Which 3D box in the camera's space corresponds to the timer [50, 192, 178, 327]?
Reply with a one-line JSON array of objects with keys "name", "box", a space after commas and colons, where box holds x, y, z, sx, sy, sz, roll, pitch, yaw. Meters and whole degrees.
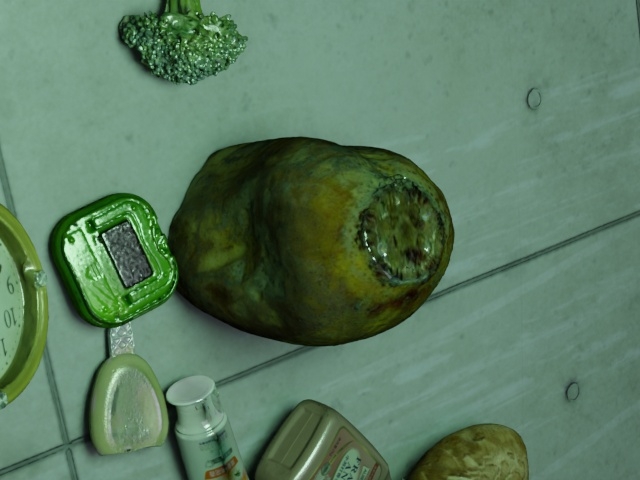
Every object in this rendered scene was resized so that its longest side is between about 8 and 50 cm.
[{"name": "timer", "box": [-0.229, 0.022, 1.569, 0.128, 0.047, 0.140, -28, 103, -26]}]

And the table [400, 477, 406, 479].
[{"name": "table", "box": [0.072, 0.437, 1.735, 0.121, 0.111, 0.240, 37, 105, 2]}]

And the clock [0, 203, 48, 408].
[{"name": "clock", "box": [-0.374, 0.065, 1.444, 0.237, 0.057, 0.237, 27, 59, -58]}]

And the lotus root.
[{"name": "lotus root", "box": [0.000, 0.000, 1.563, 0.250, 0.346, 0.251, 0, 90, -33]}]

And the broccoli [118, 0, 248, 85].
[{"name": "broccoli", "box": [-0.150, -0.278, 1.565, 0.118, 0.122, 0.204, 6, 80, -50]}]

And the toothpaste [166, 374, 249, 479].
[{"name": "toothpaste", "box": [-0.118, 0.312, 1.699, 0.100, 0.066, 0.323, -28, 121, -25]}]

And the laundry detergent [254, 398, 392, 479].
[{"name": "laundry detergent", "box": [0.009, 0.323, 1.763, 0.171, 0.076, 0.237, -55, 137, -17]}]

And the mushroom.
[{"name": "mushroom", "box": [0.163, 0.355, 1.842, 0.151, 0.156, 0.286, 36, 75, -34]}]

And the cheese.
[{"name": "cheese", "box": [-0.227, 0.150, 1.605, 0.097, 0.037, 0.192, -8, 93, -33]}]
